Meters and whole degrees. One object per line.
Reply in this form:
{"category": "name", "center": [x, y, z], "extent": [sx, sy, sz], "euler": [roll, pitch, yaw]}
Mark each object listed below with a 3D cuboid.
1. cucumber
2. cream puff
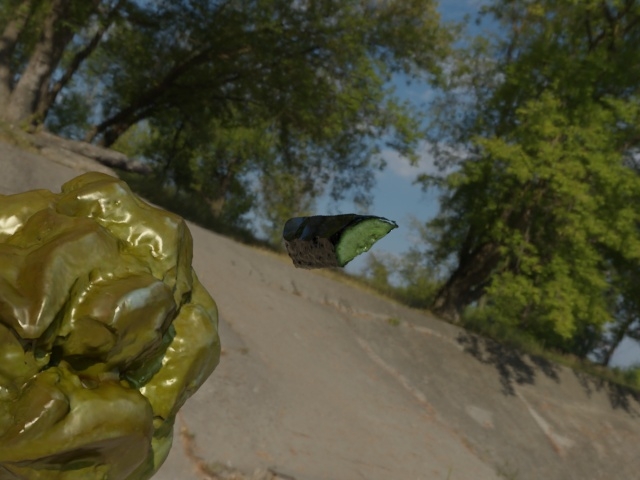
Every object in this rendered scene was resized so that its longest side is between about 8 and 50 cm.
{"category": "cucumber", "center": [0.000, 0.000, 0.794], "extent": [0.046, 0.070, 0.220], "euler": [46, -20, -17]}
{"category": "cream puff", "center": [-0.247, 0.080, 0.619], "extent": [0.291, 0.324, 0.257], "euler": [28, -14, 2]}
